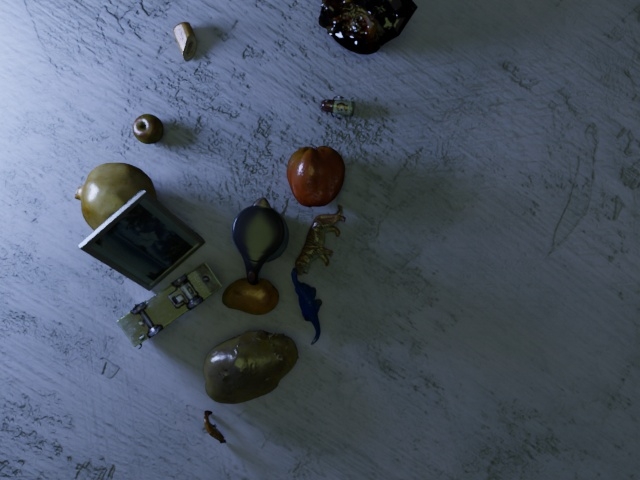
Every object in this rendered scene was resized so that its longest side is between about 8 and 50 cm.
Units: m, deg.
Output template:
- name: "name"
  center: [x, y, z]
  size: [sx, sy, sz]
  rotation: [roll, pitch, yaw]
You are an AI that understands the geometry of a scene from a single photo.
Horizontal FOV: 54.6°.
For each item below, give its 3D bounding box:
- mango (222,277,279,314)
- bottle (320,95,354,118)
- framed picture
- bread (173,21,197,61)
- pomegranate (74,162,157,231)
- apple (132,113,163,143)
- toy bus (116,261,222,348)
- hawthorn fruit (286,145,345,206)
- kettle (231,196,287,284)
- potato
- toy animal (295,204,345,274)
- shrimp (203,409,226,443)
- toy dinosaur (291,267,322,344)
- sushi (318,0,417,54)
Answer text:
- name: "mango"
  center: [-0.205, 0.161, 1.846]
  size: [0.164, 0.089, 0.115]
  rotation: [16, 99, 2]
- name: "bottle"
  center: [0.051, -0.400, 1.867]
  size: [0.101, 0.047, 0.063]
  rotation: [8, 81, 0]
- name: "framed picture"
  center: [-0.490, 0.007, 1.747]
  size: [0.232, 0.315, 0.024]
  rotation: [-42, 56, -1]
- name: "bread"
  center: [-0.396, -0.596, 1.850]
  size: [0.062, 0.049, 0.103]
  rotation: [-20, 92, 33]
- name: "pomegranate"
  center: [-0.573, -0.110, 1.772]
  size: [0.232, 0.233, 0.233]
  rotation: [0, 90, -2]
- name: "apple"
  center: [-0.511, -0.330, 1.838]
  size: [0.089, 0.074, 0.090]
  rotation: [0, 89, 1]
- name: "toy bus"
  center: [-0.435, 0.186, 1.817]
  size: [0.301, 0.139, 0.113]
  rotation: [-34, 92, -9]
- name: "hawthorn fruit"
  center: [-0.015, -0.187, 1.807]
  size: [0.189, 0.189, 0.189]
  rotation: [0, 90, -2]
- name: "kettle"
  center: [-0.172, 0.008, 1.757]
  size: [0.165, 0.255, 0.241]
  rotation: [8, 88, -4]
- name: "potato"
  center: [-0.208, 0.367, 1.820]
  size: [0.296, 0.141, 0.192]
  rotation: [-24, 94, -4]
- name: "toy animal"
  center: [0.000, 0.000, 1.863]
  size: [0.099, 0.057, 0.241]
  rotation: [20, 90, -1]
- name: "shrimp"
  center: [-0.316, 0.561, 1.858]
  size: [0.025, 0.091, 0.127]
  rotation: [-26, 126, 0]
- name: "toy dinosaur"
  center: [-0.041, 0.193, 1.800]
  size: [0.075, 0.188, 0.248]
  rotation: [-10, 92, 6]
- name: "sushi"
  center: [0.106, -0.665, 1.805]
  size: [0.227, 0.215, 0.212]
  rotation: [33, 94, -22]
